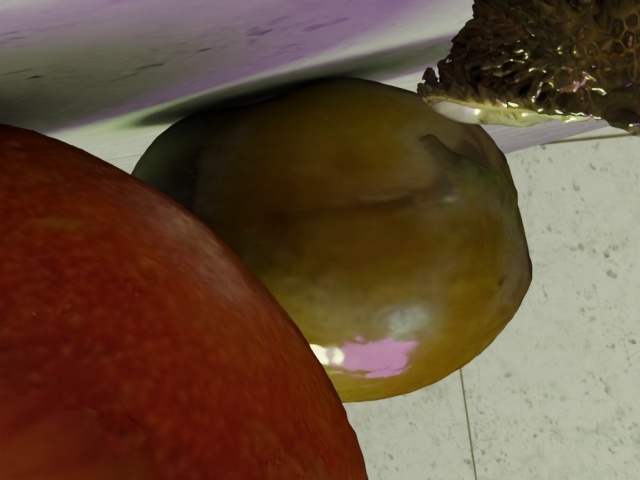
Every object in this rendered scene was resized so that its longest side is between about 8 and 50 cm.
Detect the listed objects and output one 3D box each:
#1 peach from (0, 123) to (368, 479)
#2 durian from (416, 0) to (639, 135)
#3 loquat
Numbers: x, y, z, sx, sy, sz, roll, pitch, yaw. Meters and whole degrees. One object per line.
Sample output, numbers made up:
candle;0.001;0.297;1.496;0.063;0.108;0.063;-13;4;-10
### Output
peach;-0.157;0.097;0.698;0.372;0.290;0.372;-12;-176;1
durian;0.091;-0.073;0.606;0.110;0.071;0.140;-8;-167;-6
loquat;0.000;0.000;0.919;0.227;0.179;0.179;-5;180;3
